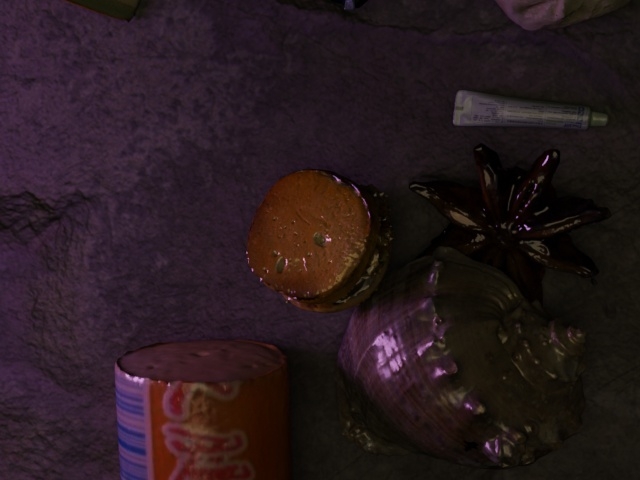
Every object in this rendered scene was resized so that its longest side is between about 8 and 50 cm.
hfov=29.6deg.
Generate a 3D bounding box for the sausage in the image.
[{"bbox_3d":[-0.149,0.287,1.575,0.233,0.233,0.287,-1,96,8],"label":"sausage"}]

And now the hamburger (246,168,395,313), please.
[{"bbox_3d":[0.009,-0.002,1.555,0.191,0.118,0.182,-43,67,8],"label":"hamburger"}]

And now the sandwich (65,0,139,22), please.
[{"bbox_3d":[-0.324,-0.348,1.578,0.163,0.113,0.079,23,100,4],"label":"sandwich"}]

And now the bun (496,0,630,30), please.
[{"bbox_3d":[0.295,-0.372,1.476,0.231,0.133,0.231,1,95,8],"label":"bun"}]

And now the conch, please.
[{"bbox_3d":[0.162,0.171,1.523,0.352,0.210,0.297,-30,91,11],"label":"conch"}]

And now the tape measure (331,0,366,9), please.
[{"bbox_3d":[0.035,-0.387,1.523,0.175,0.106,0.200,-35,89,8],"label":"tape measure"}]

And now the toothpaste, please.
[{"bbox_3d":[0.270,-0.163,1.558,0.197,0.029,0.048,6,95,10],"label":"toothpaste"}]

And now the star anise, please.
[{"bbox_3d":[0.242,-0.026,1.554,0.272,0.102,0.271,10,125,15],"label":"star anise"}]
